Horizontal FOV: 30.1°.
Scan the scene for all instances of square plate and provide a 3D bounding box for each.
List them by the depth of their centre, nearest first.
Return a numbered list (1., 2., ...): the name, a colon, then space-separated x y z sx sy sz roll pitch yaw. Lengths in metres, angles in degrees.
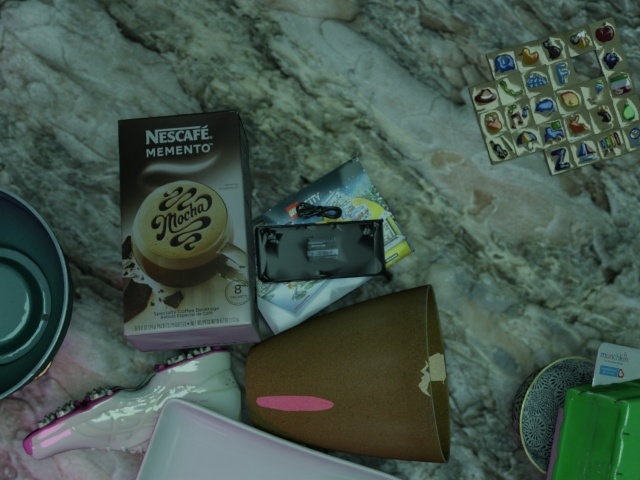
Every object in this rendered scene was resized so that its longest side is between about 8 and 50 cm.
1. square plate: -0.105 0.412 1.615 0.347 0.049 0.344 22 102 -8

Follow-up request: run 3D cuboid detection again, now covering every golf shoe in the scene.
1. golf shoe: -0.249 0.252 1.622 0.306 0.115 0.140 -22 93 -3

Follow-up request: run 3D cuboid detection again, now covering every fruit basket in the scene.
1. fruit basket: 0.462 0.316 1.633 0.353 0.165 0.327 11 87 -43

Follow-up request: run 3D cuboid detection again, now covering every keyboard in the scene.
1. keyboard: 0.000 0.000 1.633 0.180 0.023 0.108 -4 90 -14

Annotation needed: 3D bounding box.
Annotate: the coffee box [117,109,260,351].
1. coffee box: -0.176 -0.012 1.591 0.168 0.119 0.297 -6 73 2

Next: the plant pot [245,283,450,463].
1. plant pot: 0.036 0.191 1.602 0.254 0.237 0.237 -7 88 11

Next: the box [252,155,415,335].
1. box: -0.007 0.009 1.679 0.233 0.044 0.159 -32 90 -5

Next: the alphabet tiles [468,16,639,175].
1. alphabet tiles: 0.344 -0.198 1.730 0.237 0.009 0.198 -17 89 -4

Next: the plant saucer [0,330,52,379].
1. plant saucer: -0.415 0.156 1.660 0.084 0.013 0.083 0 87 -5

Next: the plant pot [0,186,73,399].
1. plant pot: -0.455 0.078 1.562 0.293 0.196 0.293 0 82 1

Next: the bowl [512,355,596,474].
1. bowl: 0.325 0.242 1.665 0.170 0.080 0.170 -1 92 -27
